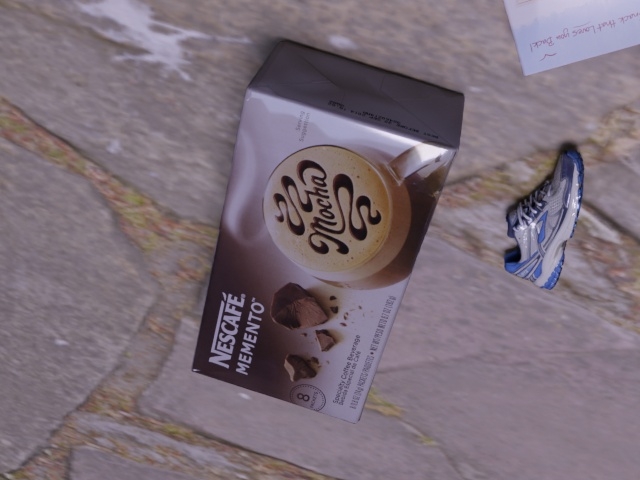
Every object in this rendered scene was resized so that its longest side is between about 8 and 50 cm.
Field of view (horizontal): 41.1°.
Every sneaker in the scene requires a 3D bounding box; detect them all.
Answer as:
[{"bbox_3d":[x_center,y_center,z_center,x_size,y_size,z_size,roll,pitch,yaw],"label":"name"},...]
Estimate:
[{"bbox_3d":[0.190,-0.018,0.740,0.058,0.052,0.135,14,123,10],"label":"sneaker"}]

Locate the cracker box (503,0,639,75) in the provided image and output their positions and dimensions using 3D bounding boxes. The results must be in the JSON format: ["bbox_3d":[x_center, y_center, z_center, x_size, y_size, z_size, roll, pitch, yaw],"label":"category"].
[{"bbox_3d":[0.188,-0.248,0.589,0.156,0.067,0.232,-13,116,20],"label":"cracker box"}]

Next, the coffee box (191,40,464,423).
[{"bbox_3d":[0.000,0.000,0.756,0.168,0.119,0.297,18,123,2],"label":"coffee box"}]
